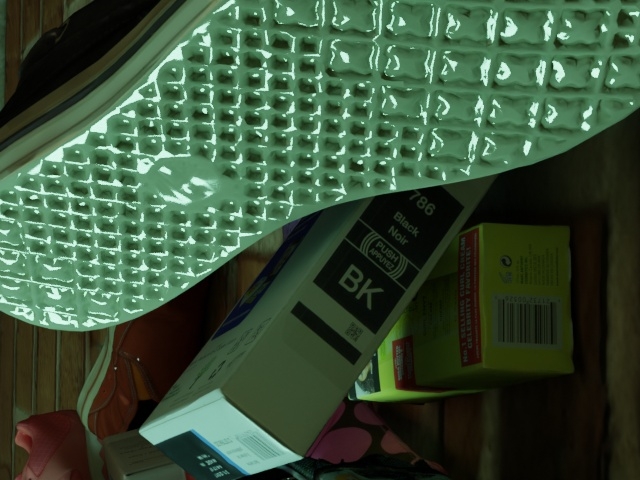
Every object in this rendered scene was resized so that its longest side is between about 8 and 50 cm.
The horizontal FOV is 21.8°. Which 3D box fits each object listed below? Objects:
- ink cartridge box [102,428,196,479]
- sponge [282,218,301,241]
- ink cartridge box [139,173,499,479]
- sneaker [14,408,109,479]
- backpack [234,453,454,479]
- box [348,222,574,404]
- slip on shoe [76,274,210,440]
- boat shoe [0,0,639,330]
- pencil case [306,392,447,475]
[{"bbox_3d":[-0.123,0.341,1.505,0.261,0.066,0.296,-156,55,-72],"label":"ink cartridge box"},{"bbox_3d":[0.000,0.000,1.302,0.117,0.031,0.210,131,136,-63],"label":"sponge"},{"bbox_3d":[0.030,-0.008,0.974,0.333,0.065,0.165,-55,8,-23],"label":"ink cartridge box"},{"bbox_3d":[-0.327,0.344,2.122,0.314,0.136,0.116,-108,25,-45],"label":"sneaker"},{"bbox_3d":[0.045,0.229,0.886,0.253,0.191,0.225,173,99,-75],"label":"backpack"},{"bbox_3d":[0.079,0.050,1.007,0.232,0.058,0.087,155,117,-70],"label":"box"},{"bbox_3d":[-0.164,0.113,1.711,0.101,0.123,0.331,46,136,20],"label":"slip on shoe"},{"bbox_3d":[-0.003,-0.104,0.844,0.500,0.187,0.156,-25,37,36],"label":"boat shoe"},{"bbox_3d":[0.029,0.161,1.118,0.098,0.095,0.209,-46,24,-2],"label":"pencil case"}]
